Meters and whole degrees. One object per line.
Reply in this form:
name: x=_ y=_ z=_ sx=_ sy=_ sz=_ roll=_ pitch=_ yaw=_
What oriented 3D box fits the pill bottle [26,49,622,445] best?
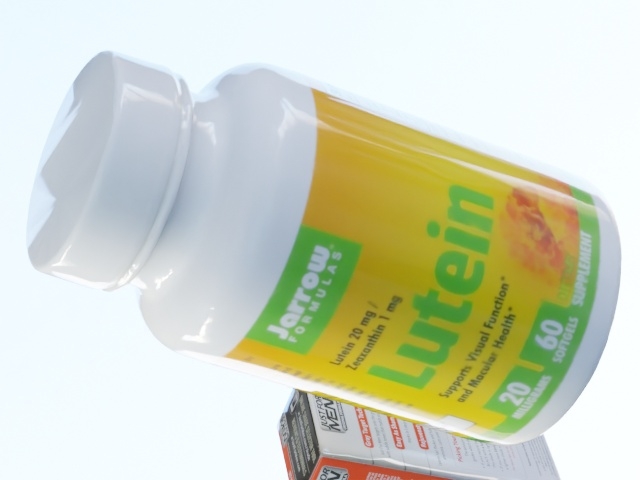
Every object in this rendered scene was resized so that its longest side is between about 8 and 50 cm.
pill bottle: x=0.000 y=0.000 z=0.855 sx=0.136 sy=0.245 sz=0.136 roll=-47 pitch=33 yaw=45

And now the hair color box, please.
hair color box: x=0.053 y=0.116 z=0.999 sx=0.072 sy=0.141 sz=0.043 roll=-104 pitch=32 yaw=-54
